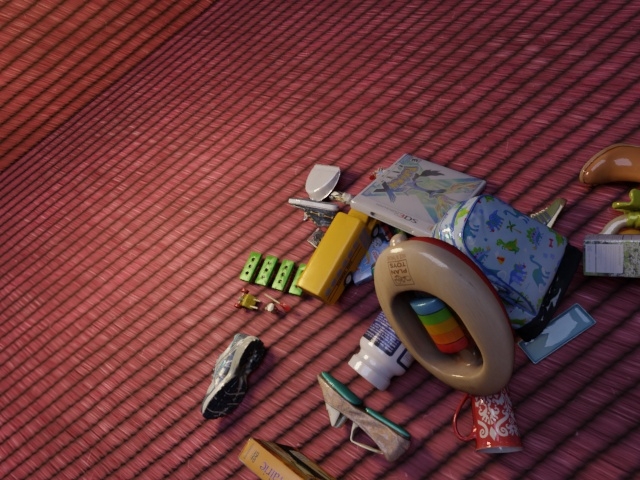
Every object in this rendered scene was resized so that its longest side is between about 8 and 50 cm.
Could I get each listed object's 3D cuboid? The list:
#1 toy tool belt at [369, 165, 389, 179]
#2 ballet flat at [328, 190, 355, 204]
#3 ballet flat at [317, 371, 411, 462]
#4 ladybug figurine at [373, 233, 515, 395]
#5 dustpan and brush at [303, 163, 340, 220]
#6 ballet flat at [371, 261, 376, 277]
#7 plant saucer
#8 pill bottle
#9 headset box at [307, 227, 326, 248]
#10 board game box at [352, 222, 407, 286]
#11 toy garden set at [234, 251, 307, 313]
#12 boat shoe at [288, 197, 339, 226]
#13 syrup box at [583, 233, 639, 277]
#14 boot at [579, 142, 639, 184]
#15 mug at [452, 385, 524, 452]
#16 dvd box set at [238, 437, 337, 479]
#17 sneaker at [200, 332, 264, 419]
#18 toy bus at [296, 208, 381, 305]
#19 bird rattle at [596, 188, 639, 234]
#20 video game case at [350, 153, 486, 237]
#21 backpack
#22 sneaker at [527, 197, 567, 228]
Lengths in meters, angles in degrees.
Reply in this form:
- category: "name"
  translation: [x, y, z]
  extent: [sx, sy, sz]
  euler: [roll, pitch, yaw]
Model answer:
- category: "toy tool belt"
  translation: [0.213, -0.232, 1.607]
  extent: [0.083, 0.052, 0.051]
  euler: [-5, 32, 16]
- category: "ballet flat"
  translation: [0.076, -0.153, 1.621]
  extent: [0.114, 0.041, 0.041]
  euler: [13, 70, 27]
- category: "ballet flat"
  translation: [0.092, 0.484, 1.256]
  extent: [0.316, 0.107, 0.106]
  euler: [29, 85, 32]
- category: "ladybug figurine"
  translation: [0.301, 0.162, 1.093]
  extent: [0.305, 0.449, 0.162]
  euler: [-12, 24, 50]
- category: "dustpan and brush"
  translation: [-0.016, -0.170, 1.659]
  extent: [0.147, 0.060, 0.211]
  euler: [18, 70, 49]
- category: "ballet flat"
  translation: [0.320, 0.110, 1.355]
  extent: [0.342, 0.116, 0.124]
  euler: [18, 52, 32]
- category: "plant saucer"
  translation: [0.620, 0.245, 1.213]
  extent: [0.192, 0.018, 0.067]
  euler: [-35, 57, 3]
- category: "pill bottle"
  translation: [0.206, 0.276, 1.283]
  extent: [0.153, 0.153, 0.264]
  euler: [34, 80, 32]
- category: "headset box"
  translation: [0.000, 0.000, 1.578]
  extent: [0.083, 0.032, 0.062]
  euler: [39, 83, 31]
- category: "board game box"
  translation: [0.181, 0.033, 1.485]
  extent: [0.211, 0.039, 0.160]
  euler: [-27, 58, 8]
- category: "toy garden set"
  translation: [-0.164, 0.159, 1.557]
  extent: [0.244, 0.049, 0.204]
  euler: [12, 68, 26]
- category: "boat shoe"
  translation: [-0.028, -0.097, 1.596]
  extent: [0.183, 0.065, 0.083]
  euler: [12, 104, 18]
- category: "syrup box"
  translation: [0.783, 0.037, 1.132]
  extent: [0.237, 0.096, 0.093]
  euler: [0, 100, 34]
- category: "boot"
  translation: [0.884, -0.173, 1.236]
  extent: [0.283, 0.109, 0.220]
  euler: [-12, 37, 2]
- category: "mug"
  translation: [0.412, 0.426, 1.138]
  extent: [0.150, 0.113, 0.169]
  euler: [12, 57, -18]
- category: "dvd box set"
  translation: [0.033, 0.624, 1.087]
  extent: [0.420, 0.307, 0.062]
  euler: [25, 74, 31]
- category: "sneaker"
  translation: [-0.288, 0.423, 1.456]
  extent: [0.122, 0.110, 0.283]
  euler: [17, 68, 47]
- category: "toy bus"
  translation: [0.063, 0.032, 1.432]
  extent: [0.108, 0.130, 0.332]
  euler: [23, 75, 30]
- category: "bird rattle"
  translation: [0.853, 0.000, 1.210]
  extent: [0.207, 0.143, 0.253]
  euler: [-39, 70, 14]
- category: "video game case"
  translation: [0.308, -0.144, 1.441]
  extent: [0.300, 0.036, 0.329]
  euler: [26, 50, 29]
- category: "backpack"
  translation: [0.456, 0.042, 1.188]
  extent: [0.355, 0.273, 0.290]
  euler: [30, 72, 19]
- category: "sneaker"
  translation: [0.628, -0.057, 1.333]
  extent: [0.086, 0.064, 0.192]
  euler: [31, 82, 26]
